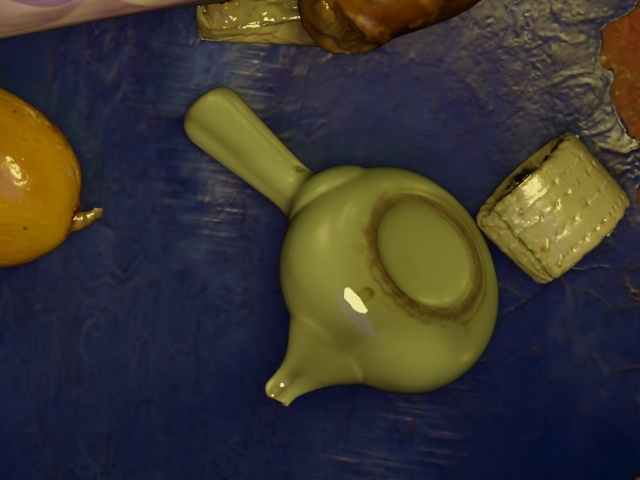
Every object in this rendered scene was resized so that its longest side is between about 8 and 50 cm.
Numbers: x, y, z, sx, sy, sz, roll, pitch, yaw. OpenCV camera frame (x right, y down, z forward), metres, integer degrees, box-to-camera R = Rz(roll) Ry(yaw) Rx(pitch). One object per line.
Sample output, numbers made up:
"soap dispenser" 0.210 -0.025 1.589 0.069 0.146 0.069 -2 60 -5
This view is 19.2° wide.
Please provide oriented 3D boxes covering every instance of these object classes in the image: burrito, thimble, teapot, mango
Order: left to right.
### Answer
"mango" -0.347 -0.066 1.701 0.317 0.119 0.176 10 113 8
"burrito" -0.039 -0.197 1.674 0.149 0.055 0.041 -1 63 3
"teapot" 0.028 -0.007 1.673 0.149 0.220 0.318 -39 60 45
"thimble" 0.204 -0.030 1.661 0.090 0.102 0.115 47 62 -8

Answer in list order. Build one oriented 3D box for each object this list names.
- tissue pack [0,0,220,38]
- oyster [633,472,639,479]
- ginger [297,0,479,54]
"tissue pack" -0.201 -0.259 1.572 0.338 0.242 0.160 -10 101 8
"oyster" 0.336 0.284 1.744 0.396 0.111 0.204 -21 119 10
"ginger" 0.139 -0.326 1.560 0.418 0.176 0.254 -33 92 10
